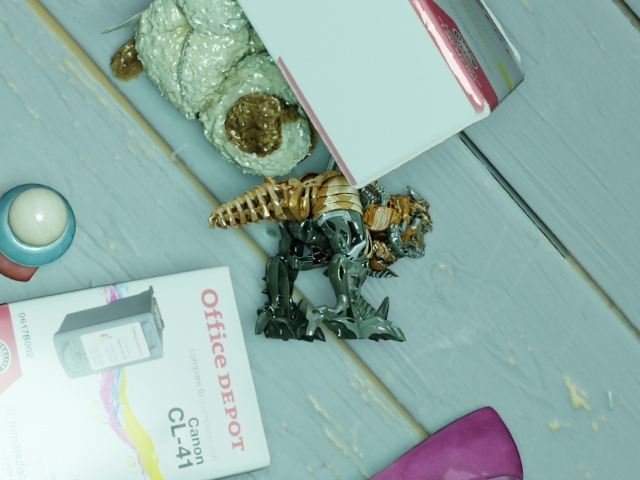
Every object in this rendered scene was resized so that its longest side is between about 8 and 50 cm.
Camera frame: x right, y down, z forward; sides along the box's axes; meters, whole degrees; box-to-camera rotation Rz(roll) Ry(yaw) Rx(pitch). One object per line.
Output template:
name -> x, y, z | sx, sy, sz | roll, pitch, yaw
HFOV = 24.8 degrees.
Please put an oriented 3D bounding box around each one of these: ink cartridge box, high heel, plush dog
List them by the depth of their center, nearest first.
ink cartridge box -> -0.229, 0.162, 1.518 | 0.306, 0.131, 0.226 | -11, 84, -17
ink cartridge box -> 0.067, -0.231, 1.534 | 0.160, 0.384, 0.279 | -32, 92, 17
plush dog -> -0.097, -0.167, 1.585 | 0.210, 0.262, 0.225 | -36, 82, 14
high heel -> 0.041, 0.278, 1.617 | 0.377, 0.127, 0.181 | 1, 52, -13

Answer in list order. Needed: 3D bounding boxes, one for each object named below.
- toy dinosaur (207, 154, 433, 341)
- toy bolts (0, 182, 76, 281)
toy dinosaur -> 0.000, 0.000, 1.587 | 0.322, 0.164, 0.218 | 5, 84, -27
toy bolts -> -0.366, -0.035, 1.492 | 0.228, 0.158, 0.218 | 32, 74, -9
